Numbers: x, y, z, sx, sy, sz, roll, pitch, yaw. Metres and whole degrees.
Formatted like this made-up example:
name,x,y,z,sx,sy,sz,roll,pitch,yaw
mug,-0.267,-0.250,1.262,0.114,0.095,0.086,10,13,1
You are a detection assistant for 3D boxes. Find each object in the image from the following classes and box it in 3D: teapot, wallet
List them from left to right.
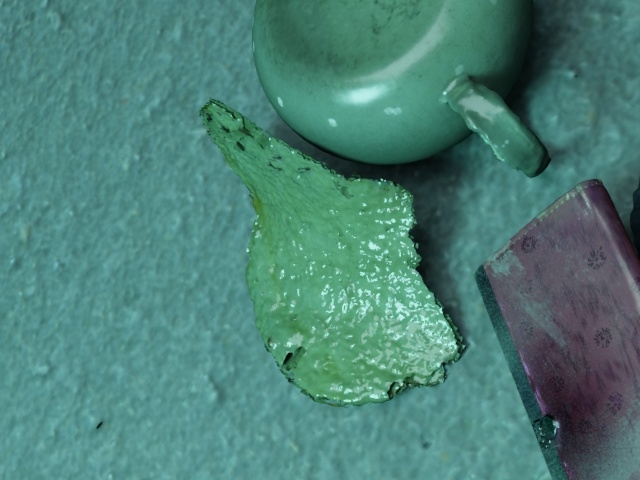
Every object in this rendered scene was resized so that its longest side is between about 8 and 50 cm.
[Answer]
name,x,y,z,sx,sy,sz,roll,pitch,yaw
teapot,0.051,-0.142,0.765,0.193,0.129,0.294,-45,61,9
wallet,0.166,0.090,0.654,0.119,0.025,0.232,-46,53,44

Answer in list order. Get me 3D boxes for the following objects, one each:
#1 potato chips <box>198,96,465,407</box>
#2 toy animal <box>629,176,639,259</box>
name,x,y,z,sx,sy,sz,roll,pitch,yaw
potato chips,-0.006,0.001,0.770,0.167,0.059,0.228,-16,93,43
toy animal,0.234,-0.010,0.590,0.116,0.179,0.219,15,86,5
